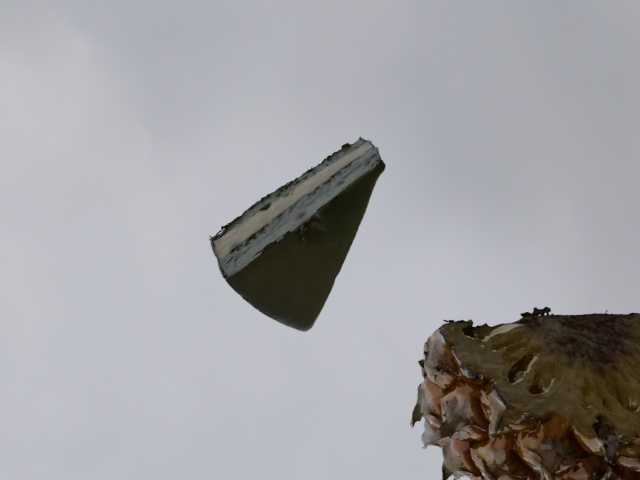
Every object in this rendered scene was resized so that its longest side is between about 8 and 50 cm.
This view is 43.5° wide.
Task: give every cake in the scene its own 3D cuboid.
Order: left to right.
[{"bbox_3d":[0.003,-0.005,1.186,0.283,0.158,0.172,-36,-60,3],"label":"cake"}]

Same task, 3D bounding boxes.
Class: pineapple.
[{"bbox_3d":[0.258,0.236,0.839,0.344,0.286,0.209,-1,-138,-15],"label":"pineapple"}]
